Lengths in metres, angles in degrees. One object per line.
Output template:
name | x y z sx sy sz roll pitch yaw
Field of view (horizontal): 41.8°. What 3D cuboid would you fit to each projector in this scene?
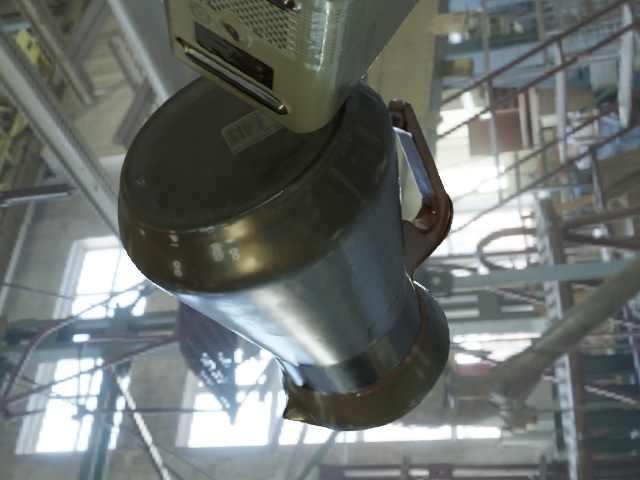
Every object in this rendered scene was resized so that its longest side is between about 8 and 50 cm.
projector | 0.002 -0.227 0.604 0.242 0.163 0.177 -57 -7 -20

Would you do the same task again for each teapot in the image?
teapot | 0.000 0.000 0.809 0.300 0.253 0.344 -46 -43 -15
